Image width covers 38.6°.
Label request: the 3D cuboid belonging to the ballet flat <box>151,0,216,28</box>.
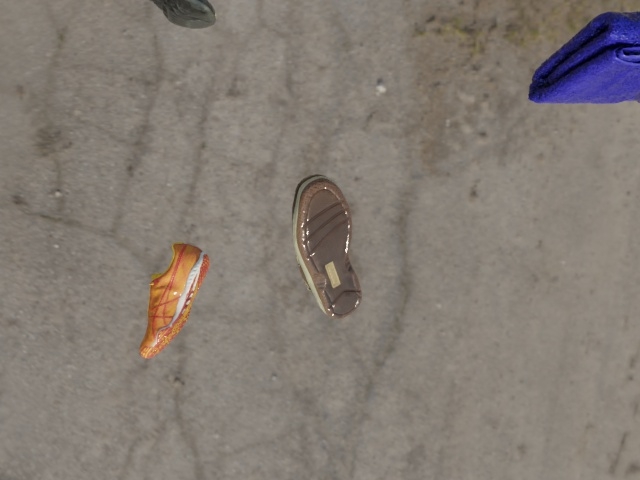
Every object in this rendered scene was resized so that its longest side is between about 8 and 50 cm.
[{"bbox_3d":[-0.180,-0.302,1.097,0.173,0.058,0.049,25,49,-59],"label":"ballet flat"}]

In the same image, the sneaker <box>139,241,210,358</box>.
[{"bbox_3d":[-0.218,0.085,1.299,0.175,0.067,0.064,-65,169,0],"label":"sneaker"}]

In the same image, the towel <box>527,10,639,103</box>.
[{"bbox_3d":[0.486,-0.249,1.325,0.308,0.227,0.076,-2,73,-19],"label":"towel"}]

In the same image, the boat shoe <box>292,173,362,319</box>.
[{"bbox_3d":[-0.007,0.003,1.383,0.095,0.095,0.257,-24,129,-19],"label":"boat shoe"}]
